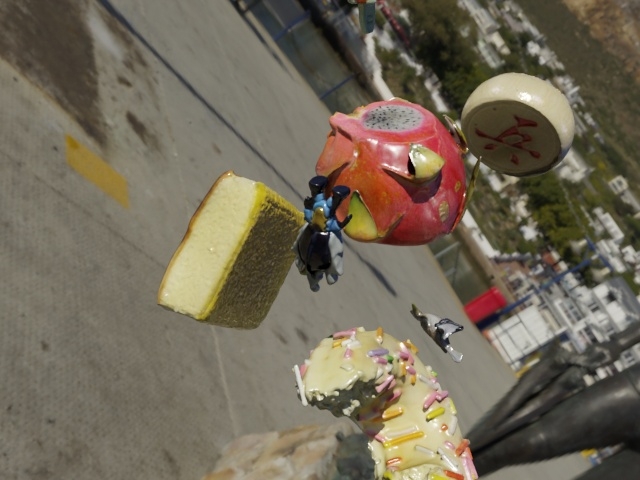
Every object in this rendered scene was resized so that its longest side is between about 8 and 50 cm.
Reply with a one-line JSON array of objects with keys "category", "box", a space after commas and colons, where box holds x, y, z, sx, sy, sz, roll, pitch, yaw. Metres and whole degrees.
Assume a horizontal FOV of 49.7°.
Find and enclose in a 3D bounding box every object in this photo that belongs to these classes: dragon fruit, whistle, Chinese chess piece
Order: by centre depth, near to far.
[{"category": "dragon fruit", "box": [0.133, -0.143, 1.230, 0.291, 0.290, 0.189, -110, -160, -47]}, {"category": "Chinese chess piece", "box": [0.438, -0.255, 1.544, 0.250, 0.249, 0.103, 50, 56, -28]}, {"category": "whistle", "box": [0.117, -0.667, 1.800, 0.106, 0.101, 0.253, -115, -162, -57]}]

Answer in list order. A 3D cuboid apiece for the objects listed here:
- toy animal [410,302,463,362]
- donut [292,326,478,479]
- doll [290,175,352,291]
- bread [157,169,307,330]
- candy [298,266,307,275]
[{"category": "toy animal", "box": [0.274, 0.211, 1.678, 0.202, 0.070, 0.105, 33, -42, 55]}, {"category": "donut", "box": [0.127, 0.309, 1.164, 0.371, 0.150, 0.307, 57, 22, 2]}, {"category": "doll", "box": [0.000, 0.000, 1.041, 0.096, 0.195, 0.070, 26, 37, 24]}, {"category": "bread", "box": [-0.180, 0.037, 1.528, 0.143, 0.324, 0.333, 25, -4, 20]}, {"category": "candy", "box": [-0.002, 0.076, 1.813, 0.122, 0.035, 0.035, 6, 23, -24]}]
